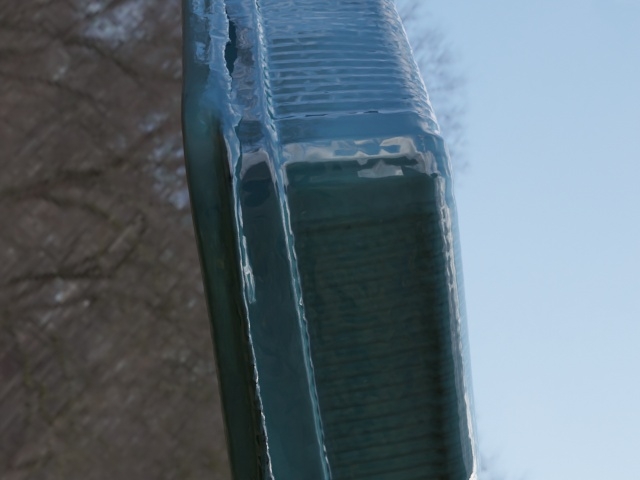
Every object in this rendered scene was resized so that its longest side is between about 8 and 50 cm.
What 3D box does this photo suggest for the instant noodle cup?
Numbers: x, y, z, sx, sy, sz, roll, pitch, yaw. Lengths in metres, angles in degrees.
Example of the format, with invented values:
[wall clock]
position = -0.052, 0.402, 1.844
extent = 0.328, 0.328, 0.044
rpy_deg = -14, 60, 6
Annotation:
[instant noodle cup]
position = 0.000, 0.000, 0.405
extent = 0.070, 0.179, 0.157
rpy_deg = -7, -60, -1
